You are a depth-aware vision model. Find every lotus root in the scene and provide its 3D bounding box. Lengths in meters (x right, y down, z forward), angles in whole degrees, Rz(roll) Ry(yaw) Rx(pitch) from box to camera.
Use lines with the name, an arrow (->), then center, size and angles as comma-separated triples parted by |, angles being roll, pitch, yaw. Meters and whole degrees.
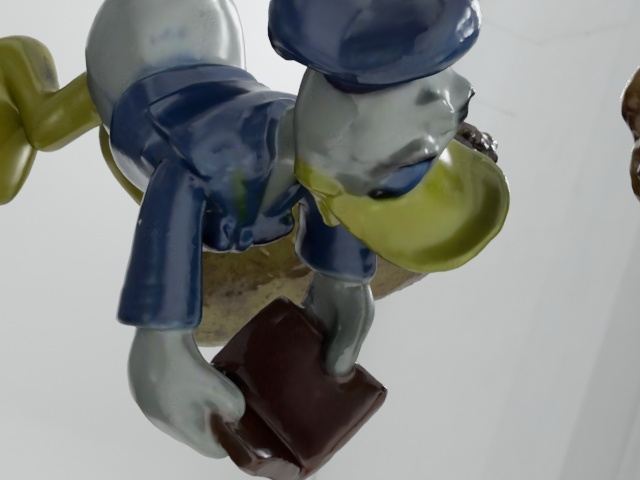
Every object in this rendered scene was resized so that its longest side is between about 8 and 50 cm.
lotus root -> 0.000, 0.000, 0.794 | 0.258, 0.097, 0.110 | -23, -152, 3

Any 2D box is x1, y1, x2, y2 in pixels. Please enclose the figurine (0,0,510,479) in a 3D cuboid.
figurine -> -0.043, -0.023, 0.579 | 0.338, 0.204, 0.284 | -27, -108, 55

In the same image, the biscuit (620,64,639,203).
biscuit -> 0.272, 0.028, 0.553 | 0.334, 0.289, 0.081 | 54, -48, 28
